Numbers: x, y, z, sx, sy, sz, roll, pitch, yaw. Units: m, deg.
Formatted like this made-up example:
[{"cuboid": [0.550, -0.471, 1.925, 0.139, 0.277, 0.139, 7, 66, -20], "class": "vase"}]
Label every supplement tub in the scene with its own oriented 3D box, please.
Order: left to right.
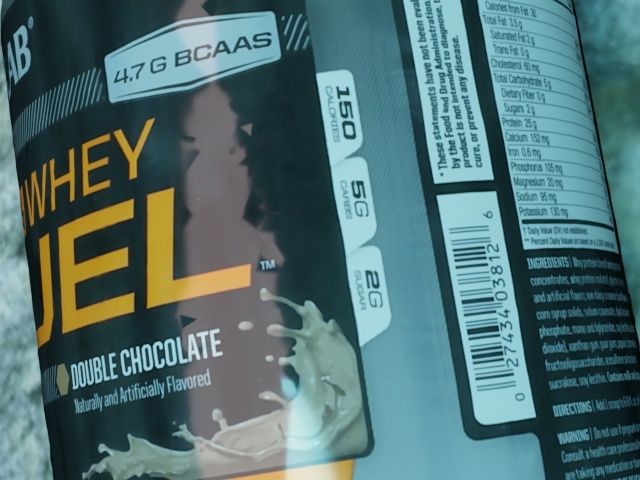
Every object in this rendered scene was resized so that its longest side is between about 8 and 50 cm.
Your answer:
[{"cuboid": [0.000, 0.000, 0.462, 0.207, 0.207, 0.338, -16, 78, 36], "class": "supplement tub"}]
